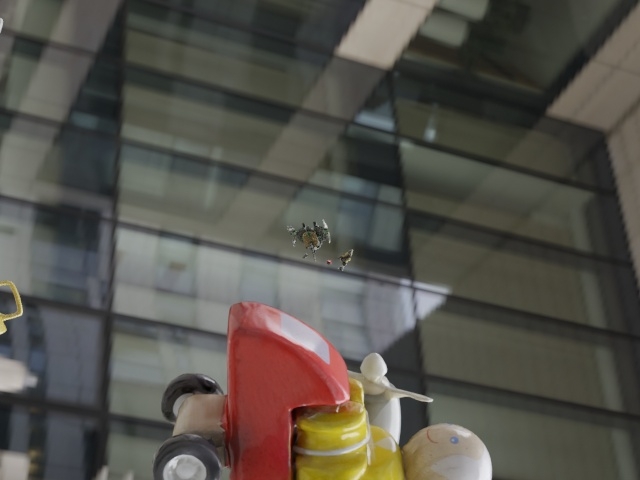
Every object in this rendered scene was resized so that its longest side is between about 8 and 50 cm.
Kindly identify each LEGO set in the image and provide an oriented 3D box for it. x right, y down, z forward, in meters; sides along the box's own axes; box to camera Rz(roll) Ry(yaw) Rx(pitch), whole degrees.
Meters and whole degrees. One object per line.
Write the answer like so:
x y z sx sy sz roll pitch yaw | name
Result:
0.000 0.002 1.601 0.054 0.083 0.023 -41 -172 27 | LEGO set

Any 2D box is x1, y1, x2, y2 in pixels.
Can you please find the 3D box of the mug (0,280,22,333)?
-0.350 0.068 1.372 0.062 0.078 0.064 -12 -84 41 | mug

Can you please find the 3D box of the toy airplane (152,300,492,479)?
0.037 0.267 1.264 0.384 0.272 0.386 58 12 -65 | toy airplane

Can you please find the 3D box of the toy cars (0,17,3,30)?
-0.490 -0.167 1.263 0.176 0.393 0.087 51 -43 24 | toy cars
